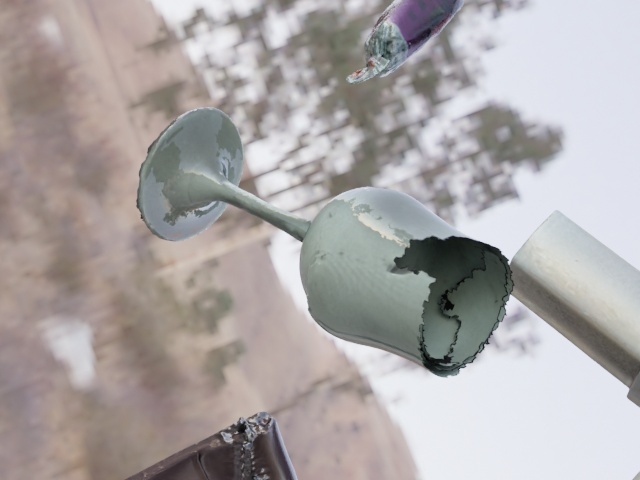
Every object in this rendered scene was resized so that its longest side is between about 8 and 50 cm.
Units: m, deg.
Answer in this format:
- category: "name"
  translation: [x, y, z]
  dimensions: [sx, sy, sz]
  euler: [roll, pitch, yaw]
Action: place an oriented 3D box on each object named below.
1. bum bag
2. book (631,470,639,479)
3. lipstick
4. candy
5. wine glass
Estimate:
- category: "bum bag"
  translation: [-0.094, 0.188, 1.363]
  dimensions: [0.026, 0.159, 0.109]
  euler: [60, -6, 35]
- category: "book"
  translation: [0.214, 0.274, 1.521]
  dimensions: [0.026, 0.289, 0.201]
  euler: [41, 17, 2]
- category: "lipstick"
  translation: [0.248, 0.082, 1.346]
  dimensions: [0.253, 0.077, 0.079]
  euler: [37, -21, 15]
- category: "candy"
  translation: [0.071, -0.167, 1.384]
  dimensions: [0.043, 0.175, 0.045]
  euler: [46, -36, -5]
- category: "wine glass"
  translation: [0.000, 0.000, 0.937]
  dimensions: [0.195, 0.079, 0.079]
  euler: [26, -39, 36]
